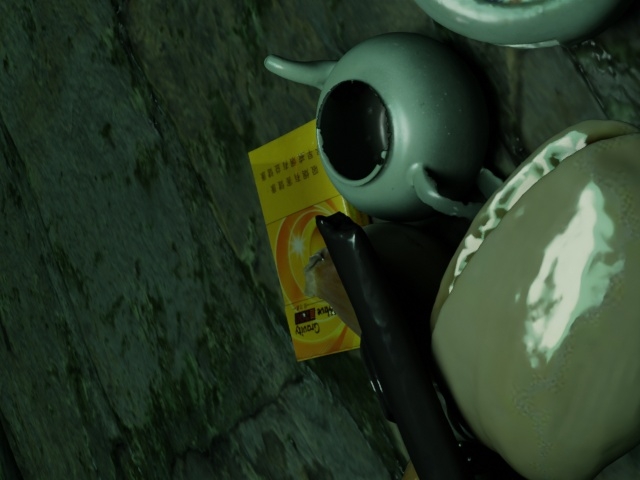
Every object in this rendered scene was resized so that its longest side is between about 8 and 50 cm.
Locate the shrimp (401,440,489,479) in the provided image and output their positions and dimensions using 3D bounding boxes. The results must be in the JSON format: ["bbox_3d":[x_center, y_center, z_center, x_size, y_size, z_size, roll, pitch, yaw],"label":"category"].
[{"bbox_3d":[0.179,0.296,0.996,0.296,0.058,0.169,-5,91,53],"label":"shrimp"}]

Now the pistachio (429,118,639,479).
[{"bbox_3d":[0.212,0.054,0.791,0.226,0.208,0.331,17,124,3],"label":"pistachio"}]

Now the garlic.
[{"bbox_3d":[0.105,0.081,1.003,0.266,0.128,0.148,50,163,23],"label":"garlic"}]

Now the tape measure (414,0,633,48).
[{"bbox_3d":[0.165,-0.277,0.799,0.246,0.125,0.243,46,112,8],"label":"tape measure"}]

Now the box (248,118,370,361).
[{"bbox_3d":[0.000,0.000,1.150,0.152,0.043,0.269,-19,83,48],"label":"box"}]

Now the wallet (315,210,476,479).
[{"bbox_3d":[0.080,0.143,0.889,0.197,0.051,0.377,-137,25,-81],"label":"wallet"}]

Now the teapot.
[{"bbox_3d":[0.073,-0.112,0.979,0.294,0.129,0.193,46,130,34],"label":"teapot"}]
